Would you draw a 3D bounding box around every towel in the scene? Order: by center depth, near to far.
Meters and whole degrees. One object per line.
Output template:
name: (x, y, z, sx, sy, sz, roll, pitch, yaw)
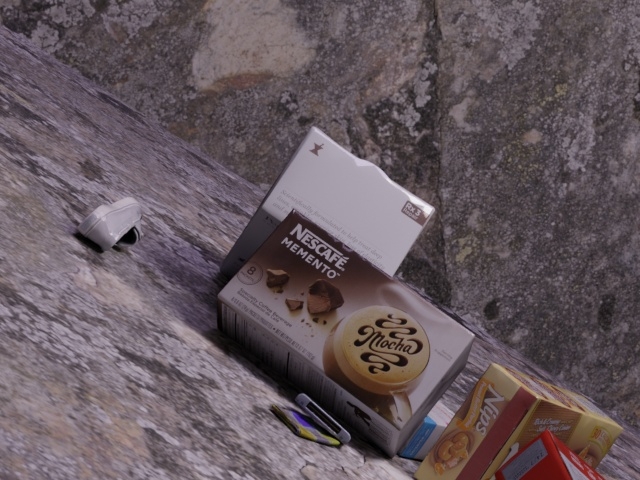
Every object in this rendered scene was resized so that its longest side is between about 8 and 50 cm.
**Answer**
towel: (-0.018, 0.222, 1.844, 0.083, 0.009, 0.060, 26, 9, -47)

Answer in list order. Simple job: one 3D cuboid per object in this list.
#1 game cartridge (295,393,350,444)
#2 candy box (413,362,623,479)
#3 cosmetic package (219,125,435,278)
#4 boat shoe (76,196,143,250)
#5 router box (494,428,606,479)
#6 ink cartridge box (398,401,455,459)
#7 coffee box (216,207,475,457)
game cartridge: (0.003, 0.218, 1.888, 0.083, 0.017, 0.056, 42, -8, 3)
candy box: (0.272, 0.282, 2.060, 0.087, 0.183, 0.316, 38, 7, 34)
cosmetic package: (0.000, 0.000, 2.286, 0.217, 0.156, 0.385, 33, -18, -1)
boat shoe: (-0.276, -0.018, 2.119, 0.063, 0.066, 0.184, 48, 5, 3)
router box: (0.348, 0.393, 1.595, 0.335, 0.082, 0.301, 41, 15, -27)
ink cartridge box: (0.131, 0.252, 2.122, 0.104, 0.061, 0.181, 38, 8, 31)
coffee box: (0.029, 0.119, 2.005, 0.297, 0.168, 0.119, 36, -22, 14)
